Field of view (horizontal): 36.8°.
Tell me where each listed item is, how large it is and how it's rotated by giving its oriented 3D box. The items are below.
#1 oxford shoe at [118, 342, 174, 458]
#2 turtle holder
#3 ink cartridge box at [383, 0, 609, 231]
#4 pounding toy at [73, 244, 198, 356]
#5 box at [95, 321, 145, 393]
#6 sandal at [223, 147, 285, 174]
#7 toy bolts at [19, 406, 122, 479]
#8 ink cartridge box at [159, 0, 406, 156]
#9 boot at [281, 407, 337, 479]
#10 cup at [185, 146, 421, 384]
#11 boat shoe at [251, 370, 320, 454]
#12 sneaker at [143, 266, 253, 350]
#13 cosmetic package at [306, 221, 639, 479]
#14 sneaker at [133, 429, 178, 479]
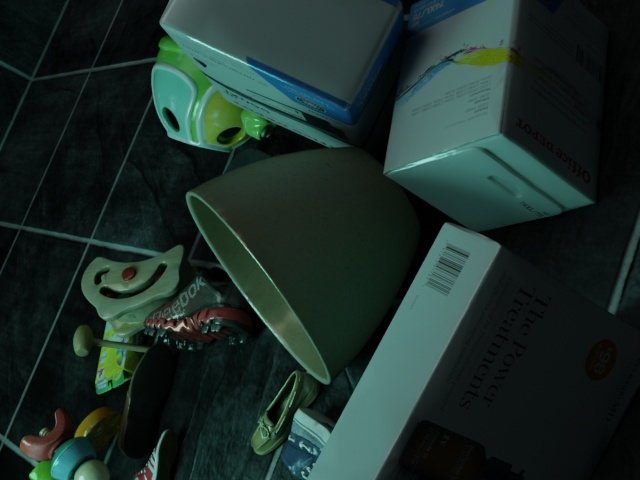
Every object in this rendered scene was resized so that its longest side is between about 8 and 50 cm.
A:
[{"bbox_3d":[-0.330,0.290,1.766,0.076,0.076,0.212,-12,58,59],"label":"oxford shoe"},{"bbox_3d":[-0.181,-0.288,1.864,0.320,0.243,0.228,18,98,20],"label":"turtle holder"},{"bbox_3d":[0.232,-0.182,1.250,0.197,0.198,0.270,-16,55,46],"label":"ink cartridge box"},{"bbox_3d":[-0.357,0.115,1.860,0.269,0.155,0.154,-23,50,3],"label":"pounding toy"},{"bbox_3d":[-0.397,0.218,1.925,0.105,0.043,0.179,-27,45,40],"label":"box"},{"bbox_3d":[-0.078,-0.082,1.661,0.445,0.107,0.168,14,79,55],"label":"sandal"},{"bbox_3d":[-0.410,0.401,1.721,0.158,0.229,0.218,36,63,21],"label":"toy bolts"},{"bbox_3d":[-0.030,-0.270,1.417,0.166,0.285,0.395,-64,-9,-2],"label":"ink cartridge box"},{"bbox_3d":[0.010,0.302,1.331,0.190,0.069,0.086,21,91,63],"label":"boot"},{"bbox_3d":[0.000,0.000,1.366,0.237,0.331,0.331,-37,32,-13],"label":"cup"},{"bbox_3d":[-0.063,0.260,1.458,0.153,0.048,0.056,-50,36,17],"label":"boat shoe"},{"bbox_3d":[-0.211,0.119,1.704,0.276,0.097,0.135,-13,58,45],"label":"sneaker"},{"bbox_3d":[0.160,0.210,0.999,0.097,0.284,0.377,29,91,54],"label":"cosmetic package"},{"bbox_3d":[-0.286,0.386,1.665,0.067,0.042,0.119,-13,59,44],"label":"sneaker"}]
